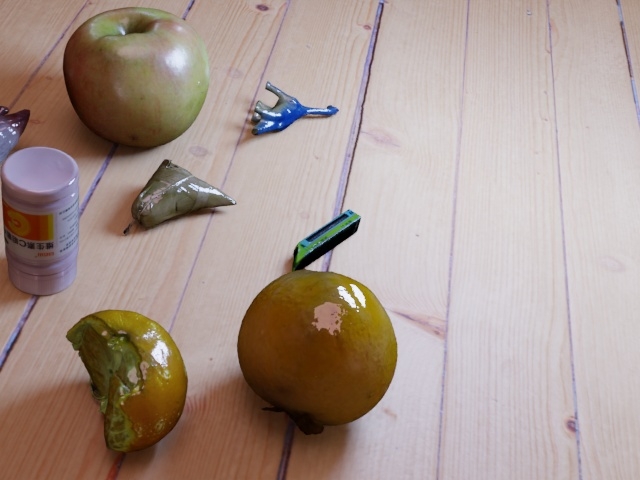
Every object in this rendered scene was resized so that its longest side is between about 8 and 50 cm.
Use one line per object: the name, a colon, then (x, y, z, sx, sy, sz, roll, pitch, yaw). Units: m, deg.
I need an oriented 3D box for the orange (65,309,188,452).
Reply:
orange: (-0.297, 0.214, 1.566, 0.159, 0.179, 0.237, -15, 47, -25)

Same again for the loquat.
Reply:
loquat: (-0.003, 0.187, 1.629, 0.275, 0.274, 0.274, 7, 41, -7)

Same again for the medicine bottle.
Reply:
medicine bottle: (-0.495, -0.032, 1.737, 0.133, 0.249, 0.133, 8, 43, -7)

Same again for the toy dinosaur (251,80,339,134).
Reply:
toy dinosaur: (-0.065, -0.280, 2.269, 0.188, 0.075, 0.247, 21, 35, -2)

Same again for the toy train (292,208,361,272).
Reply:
toy train: (0.000, 0.000, 1.984, 0.042, 0.044, 0.209, 36, 46, 23)

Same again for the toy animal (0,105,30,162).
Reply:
toy animal: (-0.698, -0.181, 1.975, 0.195, 0.090, 0.324, -9, 46, 12)

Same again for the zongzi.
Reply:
zongzi: (-0.279, -0.060, 1.965, 0.178, 0.081, 0.189, 27, 48, 0)

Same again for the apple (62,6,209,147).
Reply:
apple: (-0.392, -0.345, 2.105, 0.319, 0.277, 0.319, 1, 37, -1)
